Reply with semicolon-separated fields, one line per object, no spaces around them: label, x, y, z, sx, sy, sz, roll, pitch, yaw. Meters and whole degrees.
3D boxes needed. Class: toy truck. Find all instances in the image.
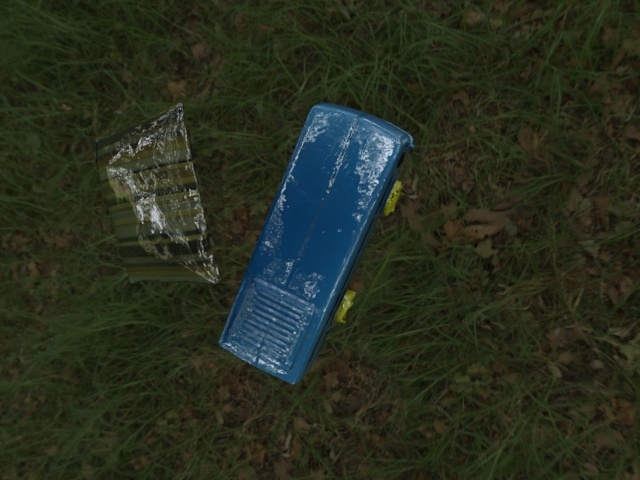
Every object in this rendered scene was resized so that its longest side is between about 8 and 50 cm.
toy truck;0.000;0.000;0.596;0.161;0.162;0.385;25;99;9

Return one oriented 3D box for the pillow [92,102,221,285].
pillow;-0.213;-0.043;0.536;0.208;0.052;0.213;-3;100;37
